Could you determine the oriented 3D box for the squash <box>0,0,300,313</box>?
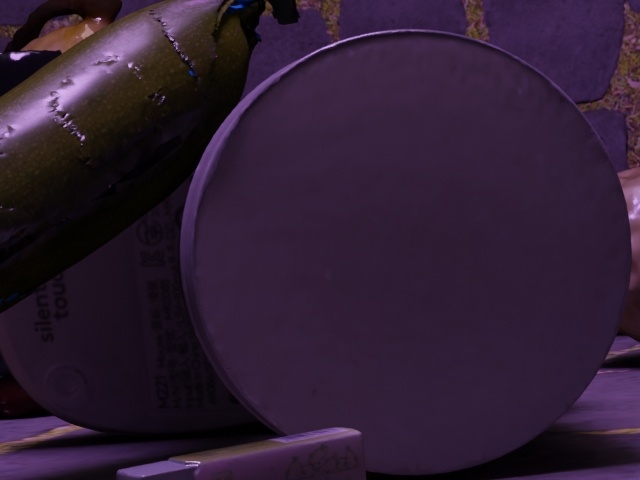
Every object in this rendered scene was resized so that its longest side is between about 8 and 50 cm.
[{"bbox_3d":[-0.112,-0.040,0.749,0.087,0.087,0.331,-5,27,40],"label":"squash"}]

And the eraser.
[{"bbox_3d":[-0.022,0.082,0.514,0.083,0.038,0.019,-7,7,-39],"label":"eraser"}]

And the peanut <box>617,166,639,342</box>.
[{"bbox_3d":[0.297,-0.007,1.031,0.291,0.159,0.143,-5,-36,19],"label":"peanut"}]

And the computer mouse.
[{"bbox_3d":[-0.025,0.007,0.883,0.297,0.184,0.121,-6,17,13],"label":"computer mouse"}]

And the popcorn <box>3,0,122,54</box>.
[{"bbox_3d":[-0.280,-0.060,1.607,0.349,0.381,0.349,18,5,-2],"label":"popcorn"}]

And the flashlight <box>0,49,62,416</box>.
[{"bbox_3d":[-0.189,-0.006,1.076,0.093,0.232,0.093,-6,-1,0],"label":"flashlight"}]

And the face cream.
[{"bbox_3d":[0.028,0.006,0.718,0.177,0.177,0.153,-5,-1,-6],"label":"face cream"}]
